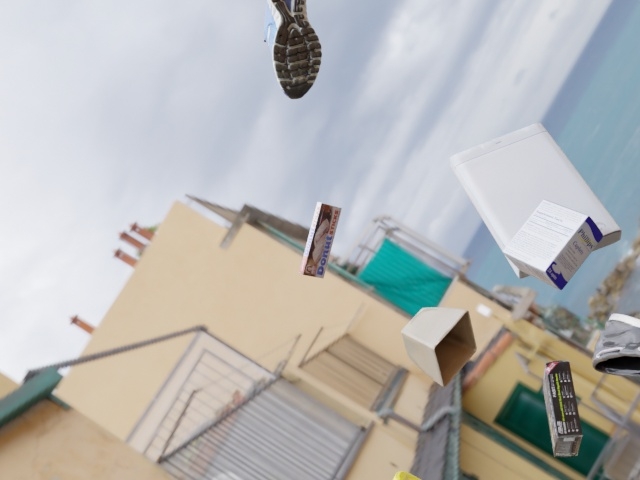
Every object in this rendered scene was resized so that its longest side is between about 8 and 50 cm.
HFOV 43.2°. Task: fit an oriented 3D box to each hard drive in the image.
[{"bbox_3d":[0.463,-0.098,1.780,0.233,0.353,0.047,-21,-38,-3],"label":"hard drive"}]

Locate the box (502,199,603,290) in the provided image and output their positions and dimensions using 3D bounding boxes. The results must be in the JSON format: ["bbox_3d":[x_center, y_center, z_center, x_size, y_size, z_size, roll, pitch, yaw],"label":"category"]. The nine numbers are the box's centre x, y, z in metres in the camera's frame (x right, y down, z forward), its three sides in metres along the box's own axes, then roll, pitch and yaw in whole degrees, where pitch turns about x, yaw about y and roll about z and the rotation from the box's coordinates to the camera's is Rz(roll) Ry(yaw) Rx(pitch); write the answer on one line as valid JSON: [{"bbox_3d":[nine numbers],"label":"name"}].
[{"bbox_3d":[0.445,0.007,1.547,0.137,0.072,0.126,-51,32,-3],"label":"box"}]

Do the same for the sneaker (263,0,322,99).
[{"bbox_3d":[-0.076,-0.514,2.066,0.147,0.129,0.330,128,137,-75],"label":"sneaker"}]

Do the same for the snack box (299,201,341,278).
[{"bbox_3d":[0.000,0.000,1.947,0.064,0.022,0.178,12,-86,-37],"label":"snack box"}]

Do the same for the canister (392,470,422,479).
[{"bbox_3d":[0.119,0.428,1.135,0.170,0.126,0.073,-62,-10,6],"label":"canister"}]

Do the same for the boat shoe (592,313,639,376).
[{"bbox_3d":[0.540,0.186,1.221,0.095,0.112,0.335,-58,16,-9],"label":"boat shoe"}]

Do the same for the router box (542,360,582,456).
[{"bbox_3d":[0.368,0.257,1.233,0.092,0.038,0.122,70,-163,-55],"label":"router box"}]

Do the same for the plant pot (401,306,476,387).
[{"bbox_3d":[0.214,0.186,1.503,0.109,0.096,0.109,-42,-48,-28],"label":"plant pot"}]
